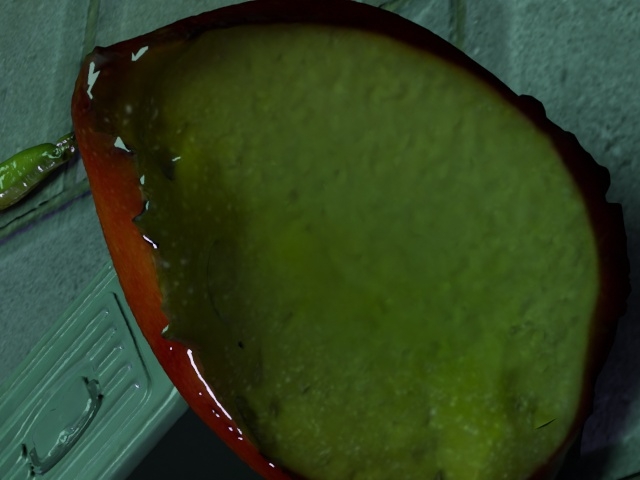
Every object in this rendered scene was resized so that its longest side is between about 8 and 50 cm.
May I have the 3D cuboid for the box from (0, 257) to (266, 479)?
[{"bbox_3d":[-0.127,0.142,1.346,0.243,0.135,0.163,-49,38,14],"label":"box"}]

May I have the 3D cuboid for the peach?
[{"bbox_3d":[0.000,0.000,1.131,0.258,0.361,0.201,-57,19,-4],"label":"peach"}]

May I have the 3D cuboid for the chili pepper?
[{"bbox_3d":[-0.280,-0.051,1.755,0.208,0.043,0.049,-11,32,41],"label":"chili pepper"}]
